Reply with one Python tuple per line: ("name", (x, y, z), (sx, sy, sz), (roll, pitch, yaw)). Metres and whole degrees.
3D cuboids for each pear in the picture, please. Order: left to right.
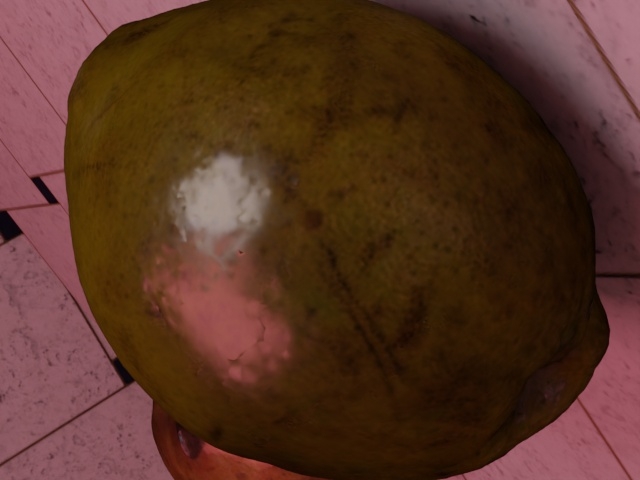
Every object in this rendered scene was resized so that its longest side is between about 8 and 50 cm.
("pear", (0.000, 0.000, 0.938), (0.413, 0.352, 0.352), (31, 154, 17))

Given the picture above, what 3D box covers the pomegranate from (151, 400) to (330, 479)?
("pomegranate", (-0.039, 0.187, 1.405), (0.281, 0.281, 0.281), (40, 157, 21))
